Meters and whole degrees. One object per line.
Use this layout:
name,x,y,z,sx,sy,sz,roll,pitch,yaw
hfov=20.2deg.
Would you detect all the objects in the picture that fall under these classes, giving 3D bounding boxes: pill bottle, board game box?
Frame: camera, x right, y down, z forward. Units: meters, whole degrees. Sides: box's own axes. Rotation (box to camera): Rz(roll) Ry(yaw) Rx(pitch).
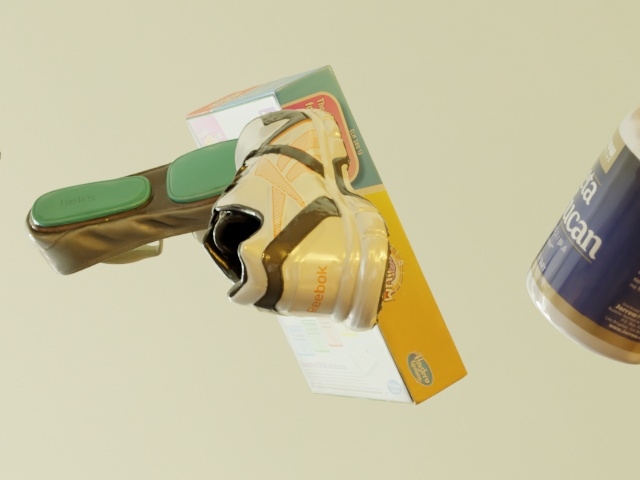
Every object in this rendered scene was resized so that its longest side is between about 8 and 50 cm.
pill bottle,0.197,-0.020,1.028,0.094,0.094,0.169,20,-64,-20
board game box,0.000,0.000,1.729,0.242,0.064,0.316,-3,-67,66

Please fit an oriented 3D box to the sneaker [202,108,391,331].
sneaker,-0.013,-0.011,0.510,0.043,0.109,0.040,4,-68,-16

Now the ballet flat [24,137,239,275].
ballet flat,-0.111,-0.023,1.330,0.213,0.072,0.068,-13,-51,10
